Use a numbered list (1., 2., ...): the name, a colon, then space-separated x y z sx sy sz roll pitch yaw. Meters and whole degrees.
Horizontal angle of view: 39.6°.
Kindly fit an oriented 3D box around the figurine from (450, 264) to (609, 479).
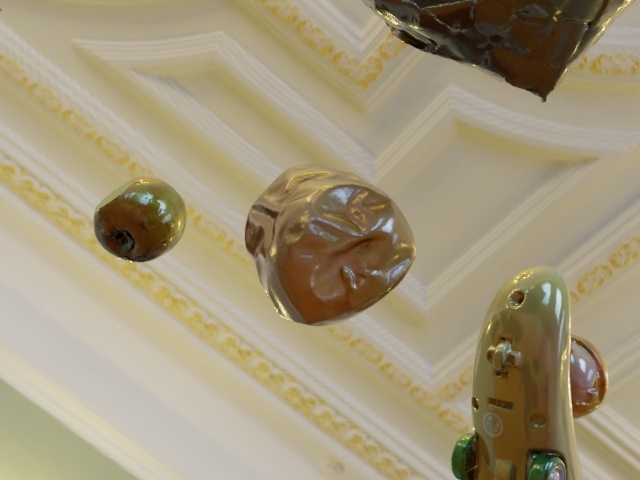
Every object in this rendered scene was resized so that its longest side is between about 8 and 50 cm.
1. figurine: 0.269 0.188 1.070 0.124 0.222 0.324 8 -78 43

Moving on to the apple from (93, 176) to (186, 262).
1. apple: -0.223 -0.025 1.111 0.114 0.102 0.099 -25 -68 38

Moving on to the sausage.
1. sausage: 0.000 -0.001 0.829 0.136 0.241 0.120 -26 -71 -4

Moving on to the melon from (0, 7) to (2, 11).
1. melon: -0.449 -0.265 1.067 0.140 0.202 0.093 -5 -84 6

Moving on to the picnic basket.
1. picnic basket: 0.156 -0.338 0.763 0.293 0.337 0.337 38 -47 40
